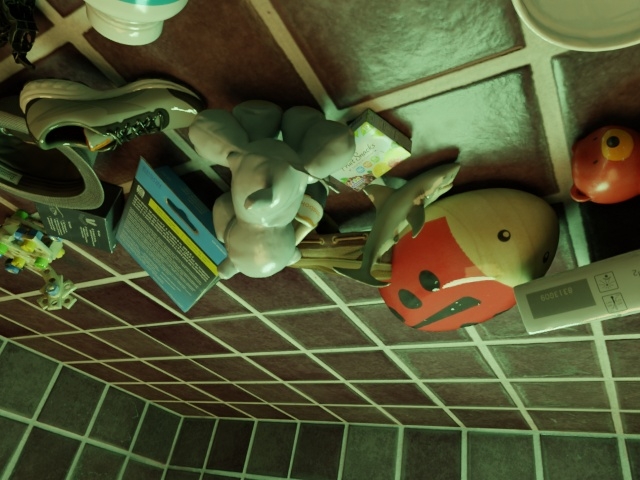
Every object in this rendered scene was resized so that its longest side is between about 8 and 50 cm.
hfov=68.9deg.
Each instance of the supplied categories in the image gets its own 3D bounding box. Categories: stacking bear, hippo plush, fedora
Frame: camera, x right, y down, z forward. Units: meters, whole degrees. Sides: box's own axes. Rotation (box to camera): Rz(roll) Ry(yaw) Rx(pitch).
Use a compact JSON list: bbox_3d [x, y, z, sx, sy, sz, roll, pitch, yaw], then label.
[{"bbox_3d":[0.501,-0.108,0.632,0.288,0.176,0.164,1,164,31],"label":"stacking bear"},{"bbox_3d":[-0.064,-0.063,0.739,0.234,0.294,0.237,-15,133,-26],"label":"hippo plush"},{"bbox_3d":[-0.514,-0.176,0.862,0.275,0.124,0.244,7,146,7],"label":"fedora"}]

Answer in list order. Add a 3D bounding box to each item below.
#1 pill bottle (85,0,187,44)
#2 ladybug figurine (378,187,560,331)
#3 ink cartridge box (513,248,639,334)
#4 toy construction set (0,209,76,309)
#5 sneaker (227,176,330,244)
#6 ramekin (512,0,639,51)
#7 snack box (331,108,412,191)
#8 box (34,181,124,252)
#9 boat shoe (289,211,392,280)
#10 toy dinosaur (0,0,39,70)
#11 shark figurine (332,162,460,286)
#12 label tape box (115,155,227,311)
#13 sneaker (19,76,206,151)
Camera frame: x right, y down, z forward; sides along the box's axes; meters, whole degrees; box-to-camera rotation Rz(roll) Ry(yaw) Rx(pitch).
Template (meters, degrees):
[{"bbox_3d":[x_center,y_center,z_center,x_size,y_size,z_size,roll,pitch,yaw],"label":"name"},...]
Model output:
[{"bbox_3d":[-0.201,-0.345,0.497,0.146,0.146,0.264,21,146,-14],"label":"pill bottle"},{"bbox_3d":[0.275,0.069,0.949,0.305,0.162,0.449,20,146,-13],"label":"ladybug figurine"},{"bbox_3d":[0.555,0.064,0.774,0.384,0.091,0.308,2,158,-42],"label":"ink cartridge box"},{"bbox_3d":[-0.765,0.047,1.268,0.214,0.151,0.328,13,136,-3],"label":"toy construction set"},{"bbox_3d":[-0.123,-0.043,0.944,0.321,0.128,0.126,-21,136,42],"label":"sneaker"},{"bbox_3d":[0.285,-0.303,0.443,0.207,0.109,0.207,8,146,5],"label":"ramekin"},{"bbox_3d":[0.072,-0.150,0.800,0.100,0.037,0.141,30,143,-23],"label":"snack box"},{"bbox_3d":[-0.541,-0.065,1.064,0.158,0.093,0.156,18,146,-8],"label":"box"},{"bbox_3d":[0.000,0.000,0.991,0.341,0.123,0.123,9,-176,38],"label":"boat shoe"},{"bbox_3d":[-0.531,-0.305,0.653,0.218,0.164,0.322,7,145,15],"label":"toy dinosaur"},{"bbox_3d":[0.109,-0.039,0.827,0.116,0.278,0.166,42,168,-10],"label":"shark figurine"},{"bbox_3d":[-0.282,-0.017,0.961,0.241,0.106,0.333,47,140,-2],"label":"label tape box"},{"bbox_3d":[-0.318,-0.190,0.745,0.271,0.108,0.100,-9,157,-22],"label":"sneaker"}]
